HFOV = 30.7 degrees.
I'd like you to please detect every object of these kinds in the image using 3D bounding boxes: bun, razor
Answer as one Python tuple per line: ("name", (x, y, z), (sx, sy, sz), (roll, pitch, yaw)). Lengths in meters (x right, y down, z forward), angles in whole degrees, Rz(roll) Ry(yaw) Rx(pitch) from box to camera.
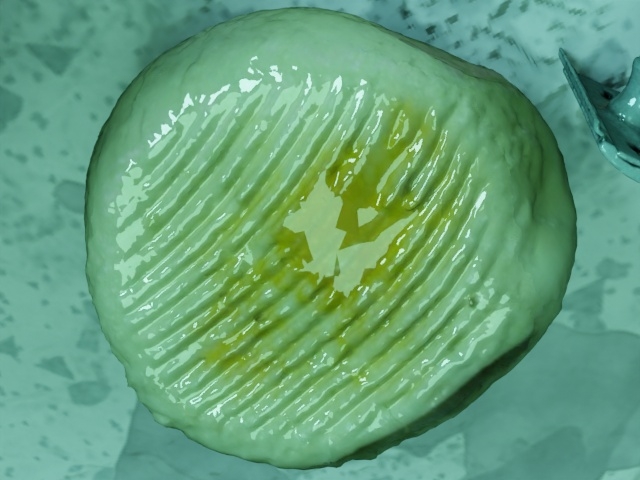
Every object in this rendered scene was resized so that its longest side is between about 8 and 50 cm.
("bun", (0.000, 0.000, 0.592), (0.243, 0.153, 0.244), (3, 107, 9))
("razor", (0.192, -0.140, 0.512), (0.068, 0.106, 0.232), (23, 117, -11))
